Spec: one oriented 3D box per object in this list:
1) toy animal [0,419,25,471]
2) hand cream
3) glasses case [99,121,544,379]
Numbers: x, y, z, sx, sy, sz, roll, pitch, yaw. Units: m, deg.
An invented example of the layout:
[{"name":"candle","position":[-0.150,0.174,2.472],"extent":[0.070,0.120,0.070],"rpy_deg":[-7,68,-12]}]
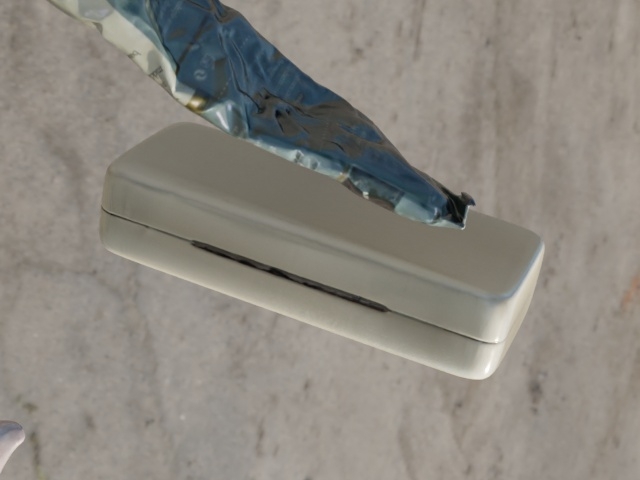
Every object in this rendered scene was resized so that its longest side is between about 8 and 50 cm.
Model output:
[{"name":"toy animal","position":[-0.272,0.157,0.683],"extent":[0.212,0.124,0.124],"rpy_deg":[11,94,-18]},{"name":"hand cream","position":[-0.031,-0.084,0.588],"extent":[0.052,0.248,0.075],"rpy_deg":[-50,-163,30]},{"name":"glasses case","position":[0.000,0.000,0.973],"extent":[0.144,0.336,0.076],"rpy_deg":[-43,149,-59]}]
